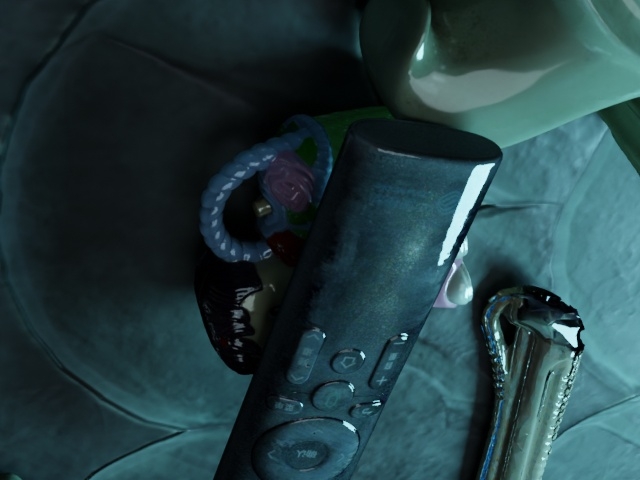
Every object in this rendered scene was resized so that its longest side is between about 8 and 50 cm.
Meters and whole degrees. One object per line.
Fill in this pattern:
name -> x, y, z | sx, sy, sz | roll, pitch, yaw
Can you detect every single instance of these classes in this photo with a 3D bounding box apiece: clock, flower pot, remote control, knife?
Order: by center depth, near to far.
flower pot -> 0.229, -0.152, 0.909 | 0.367, 0.165, 0.254 | 14, 125, -31
remote control -> 0.011, 0.080, 0.943 | 0.107, 0.044, 0.378 | 9, 127, -17
clock -> 0.000, 0.000, 0.971 | 0.195, 0.100, 0.194 | -21, 127, -11
knife -> 0.171, 0.176, 1.218 | 0.089, 0.043, 0.365 | 12, 129, 9

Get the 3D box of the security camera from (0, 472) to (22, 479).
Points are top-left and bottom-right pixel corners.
security camera -> -0.240, 0.222, 1.075 | 0.058, 0.058, 0.092 | -25, 120, -3
